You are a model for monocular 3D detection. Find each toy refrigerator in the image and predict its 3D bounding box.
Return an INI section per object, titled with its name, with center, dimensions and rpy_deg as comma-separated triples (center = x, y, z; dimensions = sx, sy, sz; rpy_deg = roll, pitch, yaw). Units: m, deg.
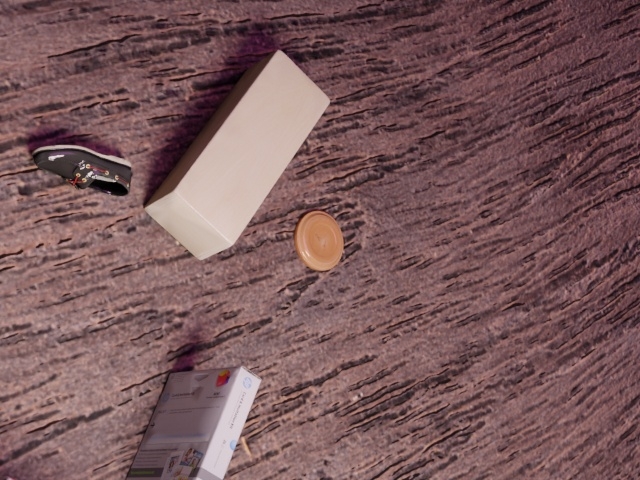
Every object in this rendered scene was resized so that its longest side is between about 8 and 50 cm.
[toy refrigerator]
center = -0.106, -0.111, 1.658
dimensions = 0.102, 0.094, 0.269
rpy_deg = 43, 56, -17

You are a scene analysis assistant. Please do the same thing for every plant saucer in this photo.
[plant saucer]
center = 0.000, 0.000, 1.773
dimensions = 0.083, 0.013, 0.084
rpy_deg = 10, 74, -38

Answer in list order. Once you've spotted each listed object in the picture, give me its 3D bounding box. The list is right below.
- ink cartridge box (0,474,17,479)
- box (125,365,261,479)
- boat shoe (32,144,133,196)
[ink cartridge box]
center = -0.266, 0.440, 1.275
dimensions = 0.384, 0.160, 0.279
rpy_deg = 44, 50, -37
[box]
center = -0.157, 0.240, 1.506
dimensions = 0.038, 0.145, 0.186
rpy_deg = 37, 59, -32
[boat shoe]
center = -0.280, -0.083, 1.529
dimensions = 0.133, 0.049, 0.042
rpy_deg = 14, 64, -42
